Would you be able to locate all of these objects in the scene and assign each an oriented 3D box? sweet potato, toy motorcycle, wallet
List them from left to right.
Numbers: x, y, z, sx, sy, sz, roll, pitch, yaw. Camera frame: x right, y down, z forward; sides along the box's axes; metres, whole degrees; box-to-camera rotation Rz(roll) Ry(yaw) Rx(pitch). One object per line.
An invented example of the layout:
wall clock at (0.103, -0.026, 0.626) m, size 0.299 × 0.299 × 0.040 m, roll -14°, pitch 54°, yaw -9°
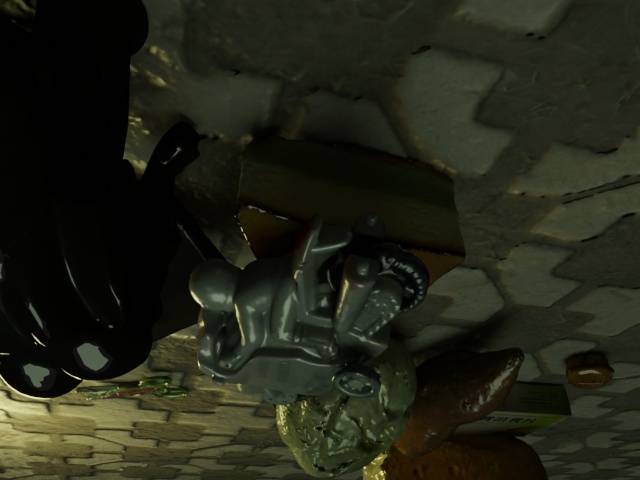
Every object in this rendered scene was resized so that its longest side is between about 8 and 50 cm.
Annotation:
wallet at (-0.234, 0.052, 0.666) m, size 0.310 × 0.042 × 0.165 m, roll -25°, pitch 104°, yaw 32°
toy motorcycle at (-0.033, 0.066, 0.513) m, size 0.171 × 0.110 × 0.260 m, roll 26°, pitch 136°, yaw -14°
sweet potato at (0.214, 0.238, 0.968) m, size 0.131 × 0.131 × 0.336 m, roll 12°, pitch 138°, yaw -20°

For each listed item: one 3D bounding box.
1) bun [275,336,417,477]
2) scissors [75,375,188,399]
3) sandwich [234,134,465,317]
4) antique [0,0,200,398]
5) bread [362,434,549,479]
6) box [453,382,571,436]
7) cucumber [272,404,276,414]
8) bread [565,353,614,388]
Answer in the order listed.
bun at (0.053, 0.246, 0.896) m, size 0.239 × 0.141 × 0.239 m, roll -23°, pitch 133°, yaw -27°
scissors at (-0.344, 0.272, 1.091) m, size 0.187 × 0.019 × 0.133 m, roll -5°, pitch 152°, yaw 3°
sandwich at (0.000, 0.000, 0.594) m, size 0.220 × 0.108 × 0.186 m, roll 13°, pitch 145°, yaw -21°
antique at (-0.206, -0.054, 0.369) m, size 0.185 × 0.255 × 0.322 m, roll -20°, pitch 146°, yaw 22°
bread at (0.271, 0.534, 1.233) m, size 0.395 × 0.360 × 0.250 m, roll -7°, pitch 134°, yaw 11°
box at (0.327, 0.334, 1.183) m, size 0.261 × 0.062 × 0.175 m, roll 8°, pitch 147°, yaw -14°
cucumber at (-0.043, 0.225, 0.979) m, size 0.115 × 0.086 × 0.193 m, roll -38°, pitch 155°, yaw -23°
bread at (0.462, 0.226, 1.034) m, size 0.081 × 0.046 × 0.083 m, roll 8°, pitch 148°, yaw -11°
